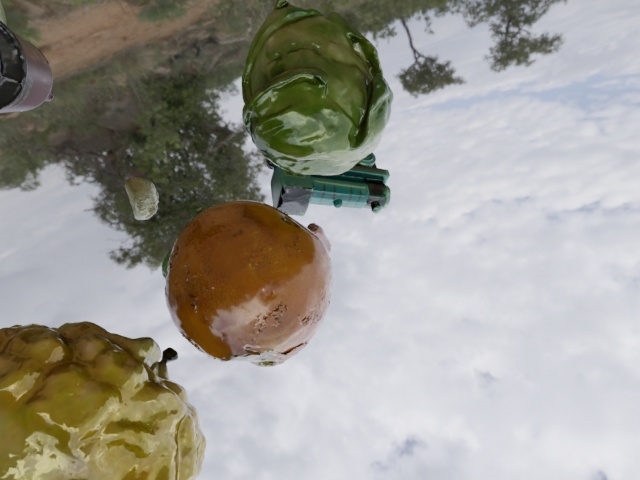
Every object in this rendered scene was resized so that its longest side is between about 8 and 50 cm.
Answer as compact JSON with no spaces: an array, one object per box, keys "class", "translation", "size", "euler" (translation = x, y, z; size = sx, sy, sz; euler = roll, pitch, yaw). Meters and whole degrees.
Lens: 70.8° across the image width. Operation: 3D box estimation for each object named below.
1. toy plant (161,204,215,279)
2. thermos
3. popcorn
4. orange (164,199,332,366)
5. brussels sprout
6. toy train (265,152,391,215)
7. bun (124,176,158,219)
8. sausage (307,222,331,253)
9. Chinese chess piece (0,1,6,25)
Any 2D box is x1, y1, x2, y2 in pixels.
[{"class":"toy plant","translation":[-0.227,0.045,0.987],"size":[0.235,0.218,0.175],"euler":[32,-164,15]},{"class":"thermos","translation":[-0.442,-0.229,0.600],"size":[0.136,0.109,0.330],"euler":[3,-166,-25]},{"class":"popcorn","translation":[-0.323,0.279,0.543],"size":[0.349,0.349,0.381],"euler":[-13,-146,23]},{"class":"orange","translation":[-0.101,0.059,0.643],"size":[0.240,0.240,0.240],"euler":[-19,-158,8]},{"class":"brussels sprout","translation":[-0.006,-0.233,0.734],"size":[0.227,0.259,0.294],"euler":[-29,162,32]},{"class":"toy train","translation":[0.022,-0.139,1.055],"size":[0.298,0.120,0.194],"euler":[5,-133,-18]},{"class":"bun","translation":[-0.343,-0.083,0.875],"size":[0.055,0.086,0.086],"euler":[-16,-162,-23]},{"class":"sausage","translation":[0.000,0.000,1.239],"size":[0.043,0.186,0.043],"euler":[-4,-112,11]},{"class":"Chinese chess piece","translation":[-0.840,-0.453,0.914],"size":[0.349,0.349,0.146],"euler":[-29,163,-17]}]
